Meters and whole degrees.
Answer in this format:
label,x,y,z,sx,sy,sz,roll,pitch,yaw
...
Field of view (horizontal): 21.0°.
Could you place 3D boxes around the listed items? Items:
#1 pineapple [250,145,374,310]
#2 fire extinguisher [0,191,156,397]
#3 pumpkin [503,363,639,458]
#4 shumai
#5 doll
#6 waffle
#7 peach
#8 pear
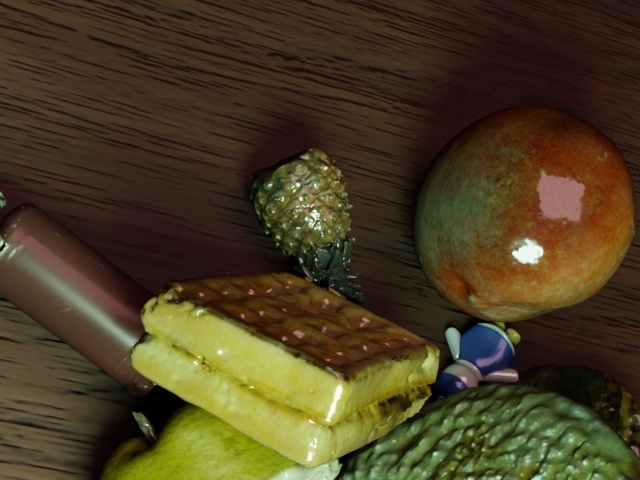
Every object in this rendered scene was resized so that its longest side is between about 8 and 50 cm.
label,x,y,z,sx,sy,sz,roll,pitch,yaw
pineapple,0.000,0.000,1.872,0.108,0.108,0.198,-22,86,-35
fire extinguisher,-0.261,0.045,1.708,0.269,0.105,0.105,37,54,-10
pumpkin,0.294,0.260,1.912,0.163,0.111,0.278,-16,77,-29
shumai,0.201,0.355,1.722,0.324,0.397,0.323,-43,124,-18
doll,0.171,0.140,1.929,0.099,0.058,0.143,34,53,14
waffle,-0.023,0.113,1.671,0.224,0.098,0.327,27,10,17
peach,0.220,-0.024,1.918,0.252,0.252,0.252,13,62,-24
pear,-0.127,0.251,1.632,0.178,0.267,0.267,41,50,22
